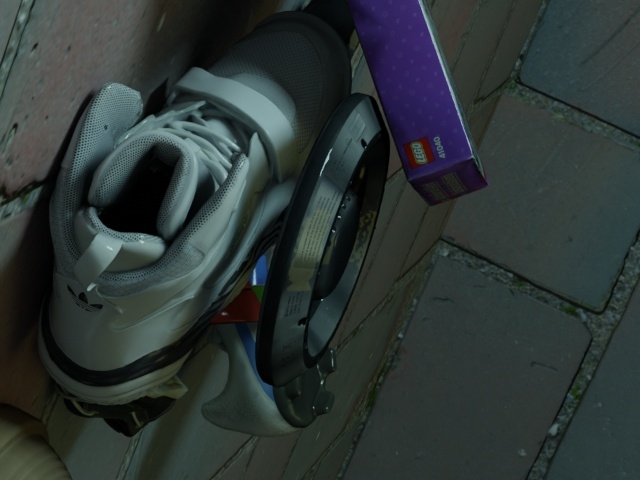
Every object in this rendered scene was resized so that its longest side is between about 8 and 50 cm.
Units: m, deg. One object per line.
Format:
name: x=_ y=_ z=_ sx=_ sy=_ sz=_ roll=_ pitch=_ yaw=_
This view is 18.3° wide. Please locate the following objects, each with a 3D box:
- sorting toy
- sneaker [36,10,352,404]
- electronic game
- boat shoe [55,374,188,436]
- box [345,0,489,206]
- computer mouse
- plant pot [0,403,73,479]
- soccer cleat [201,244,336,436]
sorting toy: x=-0.092 y=0.013 z=1.790 sx=0.365 sy=0.127 sz=0.126 roll=2 pitch=83 yaw=-83
sneaker: x=-0.079 y=-0.062 z=1.449 sx=0.366 sy=0.137 sz=0.210 roll=-56 pitch=170 yaw=-26
electronic game: x=0.000 y=0.000 z=1.485 sx=0.229 sy=0.048 sz=0.229 roll=18 pitch=90 yaw=-80
boat shoe: x=-0.173 y=0.115 z=1.594 sx=0.079 sy=0.084 sz=0.233 roll=-39 pitch=164 yaw=0
box: x=0.056 y=-0.180 z=1.562 sx=0.201 sy=0.057 sz=0.293 roll=29 pitch=42 yaw=-80
computer mouse: x=-0.022 y=-0.133 z=1.830 sx=0.262 sy=0.060 sz=0.184 roll=124 pitch=-9 yaw=-72
plant pot: x=-0.242 y=0.250 z=1.478 sx=0.237 sy=0.110 sz=0.237 roll=-60 pitch=169 yaw=-20
soccer cleat: x=-0.050 y=0.045 z=2.038 sx=0.116 sy=0.143 sz=0.331 roll=43 pitch=48 yaw=-45
